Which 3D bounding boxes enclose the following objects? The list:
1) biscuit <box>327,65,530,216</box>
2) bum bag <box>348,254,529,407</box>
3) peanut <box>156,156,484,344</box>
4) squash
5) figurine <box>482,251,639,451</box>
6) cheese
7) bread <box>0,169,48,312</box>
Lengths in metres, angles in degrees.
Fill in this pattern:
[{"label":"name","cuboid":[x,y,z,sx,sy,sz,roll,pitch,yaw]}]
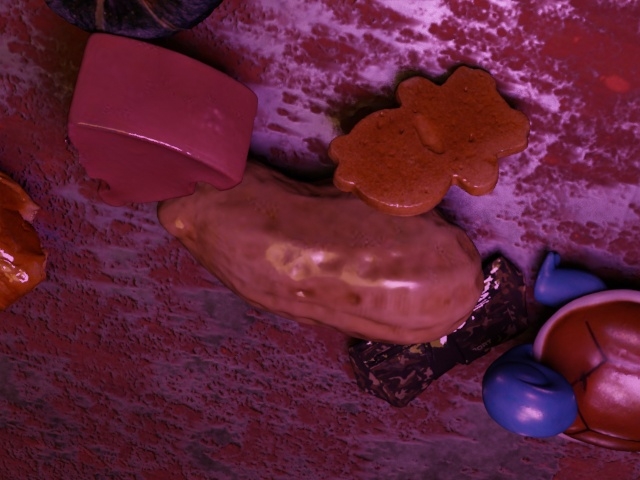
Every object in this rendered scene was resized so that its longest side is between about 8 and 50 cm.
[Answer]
[{"label":"biscuit","cuboid":[0.119,-0.103,1.289,0.225,0.036,0.166,-33,72,-16]},{"label":"bum bag","cuboid":[0.151,0.118,1.434,0.248,0.069,0.102,-33,90,16]},{"label":"peanut","cuboid":[0.000,0.000,1.338,0.387,0.192,0.169,16,148,5]},{"label":"squash","cuboid":[-0.199,-0.332,1.225,0.252,0.165,0.252,4,124,6]},{"label":"figurine","cuboid":[0.359,0.142,1.366,0.416,0.243,0.298,3,106,-17]},{"label":"cheese","cuboid":[-0.164,-0.116,1.280,0.177,0.128,0.203,7,156,7]},{"label":"bread","cuboid":[-0.471,-0.054,1.386,0.195,0.149,0.344,-31,108,29]}]
